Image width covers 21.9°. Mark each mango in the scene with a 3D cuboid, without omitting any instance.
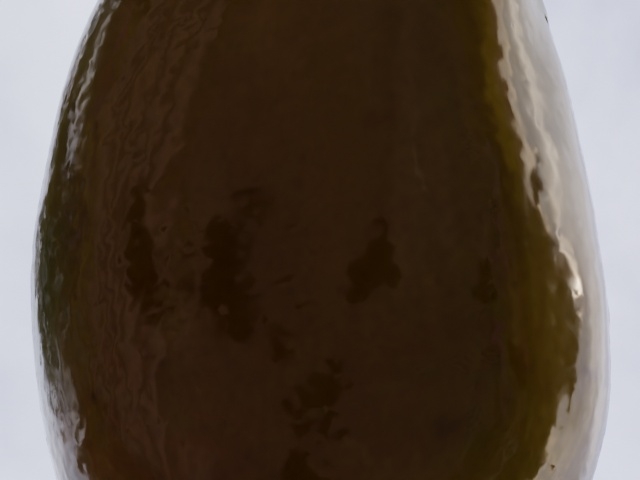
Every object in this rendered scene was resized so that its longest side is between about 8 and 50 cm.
[{"bbox_3d":[0.000,0.000,0.855,0.300,0.232,0.445,1,-97,18],"label":"mango"}]
